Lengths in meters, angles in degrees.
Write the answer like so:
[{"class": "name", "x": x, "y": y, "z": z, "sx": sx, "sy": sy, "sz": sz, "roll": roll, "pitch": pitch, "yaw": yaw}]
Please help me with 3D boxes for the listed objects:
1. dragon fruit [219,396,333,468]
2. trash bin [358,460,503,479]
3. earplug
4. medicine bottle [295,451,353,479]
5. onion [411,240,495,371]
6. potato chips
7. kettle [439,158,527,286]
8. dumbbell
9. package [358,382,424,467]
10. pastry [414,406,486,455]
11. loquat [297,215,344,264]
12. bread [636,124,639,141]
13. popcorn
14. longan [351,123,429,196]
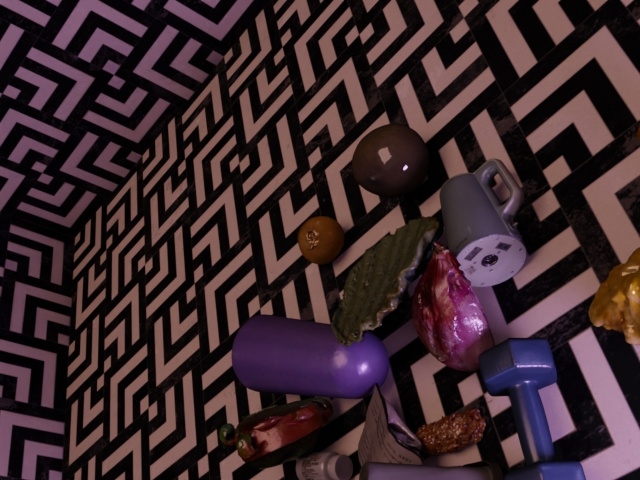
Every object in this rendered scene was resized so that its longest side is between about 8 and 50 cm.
[{"class": "dragon fruit", "x": -0.107, "y": 0.486, "z": 1.929, "sx": 0.295, "sy": 0.268, "sz": 0.130, "roll": -19, "pitch": 90, "yaw": 13}, {"class": "trash bin", "x": 0.198, "y": 0.525, "z": 1.456, "sx": 0.219, "sy": 0.250, "sz": 0.220, "roll": 100, "pitch": 177, "yaw": -66}, {"class": "earplug", "x": -0.016, "y": 0.304, "z": 1.944, "sx": 0.455, "sy": 0.215, "sz": 0.215, "roll": -3, "pitch": 69, "yaw": 48}, {"class": "medicine bottle", "x": 0.011, "y": 0.558, "z": 1.863, "sx": 0.140, "sy": 0.079, "sz": 0.079, "roll": -19, "pitch": 56, "yaw": 46}, {"class": "onion", "x": 0.256, "y": 0.145, "z": 1.611, "sx": 0.227, "sy": 0.120, "sz": 0.284, "roll": 14, "pitch": 124, "yaw": 71}, {"class": "potato chips", "x": 0.158, "y": 0.072, "z": 1.800, "sx": 0.358, "sy": 0.070, "sz": 0.429, "roll": -43, "pitch": 11, "yaw": 34}, {"class": "kettle", "x": 0.362, "y": -0.055, "z": 1.691, "sx": 0.210, "sy": 0.159, "sz": 0.243, "roll": -52, "pitch": 32, "yaw": 35}, {"class": "dumbbell", "x": 0.396, "y": 0.348, "z": 1.426, "sx": 0.160, "sy": 0.144, "sz": 0.325, "roll": -37, "pitch": 44, "yaw": 37}, {"class": "package", "x": 0.139, "y": 0.475, "z": 1.708, "sx": 0.251, "sy": 0.062, "sz": 0.204, "roll": -124, "pitch": 45, "yaw": -54}, {"class": "pastry", "x": 0.270, "y": 0.409, "z": 1.623, "sx": 0.169, "sy": 0.063, "sz": 0.087, "roll": -37, "pitch": 42, "yaw": 37}, {"class": "loquat", "x": 0.000, "y": 0.000, "z": 2.152, "sx": 0.141, "sy": 0.141, "sz": 0.141, "roll": -29, "pitch": 49, "yaw": 41}, {"class": "bread", "x": 0.660, "y": -0.128, "z": 1.282, "sx": 0.145, "sy": 0.268, "sz": 0.268, "roll": -38, "pitch": 41, "yaw": 10}, {"class": "popcorn", "x": 0.586, "y": 0.088, "z": 1.289, "sx": 0.253, "sy": 0.190, "sz": 0.191, "roll": -49, "pitch": 45, "yaw": 17}, {"class": "longan", "x": 0.187, "y": -0.206, "z": 1.976, "sx": 0.220, "sy": 0.196, "sz": 0.197, "roll": -1, "pitch": 70, "yaw": 60}]
